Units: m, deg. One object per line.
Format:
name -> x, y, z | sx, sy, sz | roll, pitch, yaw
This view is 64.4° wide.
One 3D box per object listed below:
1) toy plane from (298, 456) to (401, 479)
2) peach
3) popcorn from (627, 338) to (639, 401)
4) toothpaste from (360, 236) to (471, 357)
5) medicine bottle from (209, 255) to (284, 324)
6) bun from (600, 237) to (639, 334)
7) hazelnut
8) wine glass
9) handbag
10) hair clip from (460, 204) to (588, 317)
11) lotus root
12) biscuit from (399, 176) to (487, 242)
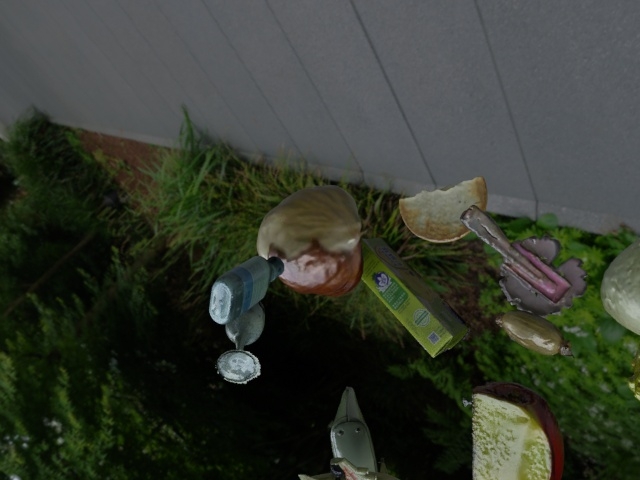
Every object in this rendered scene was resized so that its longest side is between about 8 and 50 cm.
toy plane -> 0.071, 0.572, 1.190 | 0.104, 0.255, 0.242 | -110, 23, -49
peach -> 0.356, 0.394, 0.918 | 0.153, 0.268, 0.158 | 0, 178, 35
popcorn -> 0.867, 0.327, 1.274 | 0.155, 0.198, 0.198 | 7, 151, 18
toothpaste -> 0.205, 0.127, 1.219 | 0.327, 0.077, 0.110 | 48, -151, 24
medicine bottle -> -0.128, 0.077, 0.929 | 0.053, 0.090, 0.208 | 17, -160, 16
bun -> 0.834, 0.102, 1.140 | 0.349, 0.351, 0.227 | 101, 155, -45
hazelnut -> 0.000, 0.000, 1.134 | 0.261, 0.261, 0.241 | 44, 146, -11
wine glass -> -0.259, 0.320, 1.704 | 0.143, 0.143, 0.321 | 49, -163, -25
handbag -> 0.104, 0.556, 1.451 | 0.315, 0.109, 0.242 | 4, -104, -82
hair clip -> 0.424, 0.033, 1.101 | 0.300, 0.173, 0.069 | 42, -178, 4
lotus root -> 0.399, 0.170, 0.945 | 0.150, 0.062, 0.073 | 26, 157, 36
biscuit -> 0.434, -0.094, 1.768 | 0.308, 0.205, 0.040 | -15, 165, 24
